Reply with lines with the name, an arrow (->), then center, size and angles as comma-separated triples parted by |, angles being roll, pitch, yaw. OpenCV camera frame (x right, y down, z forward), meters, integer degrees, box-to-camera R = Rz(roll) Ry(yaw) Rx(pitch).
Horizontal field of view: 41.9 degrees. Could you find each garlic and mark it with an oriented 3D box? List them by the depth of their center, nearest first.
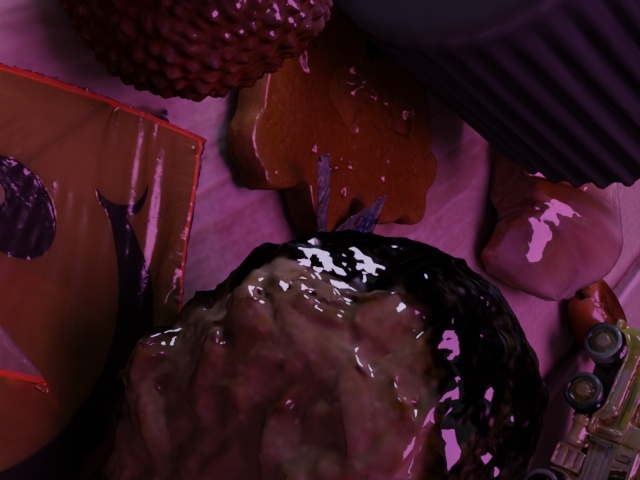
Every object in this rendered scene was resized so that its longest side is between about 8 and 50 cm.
garlic -> 0.278, -0.036, 0.941 | 0.228, 0.110, 0.217 | 24, 67, -48

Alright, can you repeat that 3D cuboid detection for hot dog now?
hot dog -> 0.357, 0.107, 1.075 | 0.140, 0.060, 0.089 | 40, 50, -34

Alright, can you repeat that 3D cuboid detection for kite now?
kite -> -0.181, 0.022, 0.436 | 0.377, 0.013, 0.327 | -52, 127, -37
kite -> 0.000, 0.000, 0.624 | 0.137, 0.005, 0.152 | -36, 141, -21

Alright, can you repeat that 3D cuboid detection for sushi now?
sushi -> -0.019, 0.157, 0.442 | 0.171, 0.211, 0.350 | 11, 109, -52

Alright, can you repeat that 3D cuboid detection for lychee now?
lychee -> -0.073, -0.156, 0.451 | 0.197, 0.165, 0.165 | -15, 101, -60

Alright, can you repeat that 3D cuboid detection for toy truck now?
toy truck -> 0.345, 0.234, 0.967 | 0.128, 0.135, 0.259 | 41, 76, -44

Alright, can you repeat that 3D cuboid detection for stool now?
stool -> 0.182, -0.213, 0.655 | 0.330, 0.297, 0.297 | 13, 79, -54

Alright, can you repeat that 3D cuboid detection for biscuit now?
biscuit -> 0.019, -0.091, 0.669 | 0.249, 0.035, 0.184 | 9, 85, -51

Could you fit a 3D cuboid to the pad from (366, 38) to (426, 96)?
pad -> 0.061, -0.199, 0.751 | 0.116, 0.004, 0.193 | -10, 98, -50
